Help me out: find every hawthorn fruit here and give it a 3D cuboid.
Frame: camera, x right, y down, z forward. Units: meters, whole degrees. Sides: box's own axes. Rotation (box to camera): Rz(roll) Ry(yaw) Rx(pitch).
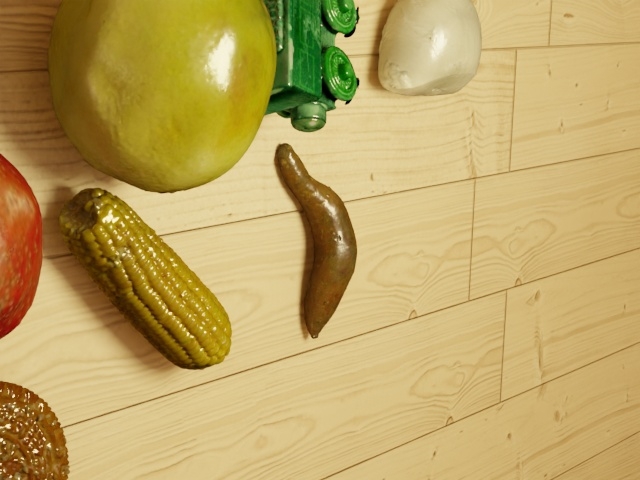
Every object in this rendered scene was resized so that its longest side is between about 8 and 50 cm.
[{"bbox_3d":[-0.425,-0.005,1.333,0.369,0.285,0.284,-24,118,-66],"label":"hawthorn fruit"}]

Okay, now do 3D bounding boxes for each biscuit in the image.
[{"bbox_3d":[-0.451,0.330,1.564,0.305,0.038,0.305,-15,110,-46],"label":"biscuit"}]

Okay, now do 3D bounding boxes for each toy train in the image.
[{"bbox_3d":[-0.045,-0.296,1.763,0.202,0.145,0.266,18,66,-52],"label":"toy train"}]

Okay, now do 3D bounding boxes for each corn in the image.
[{"bbox_3d":[-0.238,0.061,1.682,0.120,0.120,0.363,-55,134,-24],"label":"corn"}]

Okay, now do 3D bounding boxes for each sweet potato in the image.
[{"bbox_3d":[0.005,-0.006,1.974,0.108,0.079,0.346,-23,113,-30],"label":"sweet potato"}]

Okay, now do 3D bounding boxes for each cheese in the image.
[{"bbox_3d":[0.193,-0.342,2.049,0.198,0.154,0.189,-8,100,-47],"label":"cheese"}]

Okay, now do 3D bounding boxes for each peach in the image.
[{"bbox_3d":[-0.197,-0.221,1.537,0.314,0.281,0.315,19,94,-55],"label":"peach"}]
